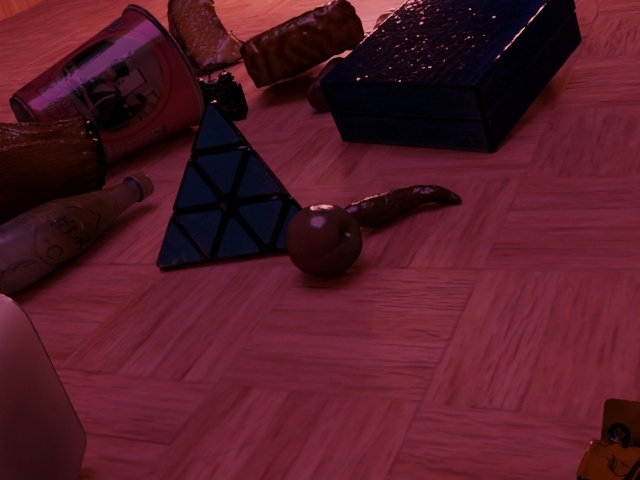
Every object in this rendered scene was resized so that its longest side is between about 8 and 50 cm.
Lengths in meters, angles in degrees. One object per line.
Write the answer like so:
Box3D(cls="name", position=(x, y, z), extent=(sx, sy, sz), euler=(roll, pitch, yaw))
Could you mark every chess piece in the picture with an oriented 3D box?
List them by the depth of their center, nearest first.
Box3D(cls="chess piece", position=(0.112, -0.388, 1.569), extent=(0.066, 0.066, 0.122), euler=(12, 44, 42))

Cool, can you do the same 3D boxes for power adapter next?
Box3D(cls="power adapter", position=(-0.263, 0.149, 0.605), extent=(0.124, 0.187, 0.255), euler=(-14, 28, 2))

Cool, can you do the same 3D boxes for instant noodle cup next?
Box3D(cls="instant noodle cup", position=(-0.357, -0.228, 1.354), extent=(0.255, 0.244, 0.244), euler=(-36, 33, -21))

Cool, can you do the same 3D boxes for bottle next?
Box3D(cls="bottle", position=(-0.326, -0.019, 1.076), extent=(0.083, 0.083, 0.269), euler=(9, 32, 39))
Box3D(cls="bottle", position=(0.018, -0.266, 1.389), extent=(0.053, 0.053, 0.140), euler=(-4, 28, 21))

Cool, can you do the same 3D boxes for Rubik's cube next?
Box3D(cls="Rubik's cube", position=(-0.103, -0.093, 0.998), extent=(0.211, 0.178, 0.190), euler=(-9, 25, 10))

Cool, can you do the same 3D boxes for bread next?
Box3D(cls="bread", position=(-0.029, -0.352, 1.469), extent=(0.222, 0.096, 0.181), euler=(-22, 11, 13))
Box3D(cls="bread", position=(-0.249, -0.439, 1.776), extent=(0.140, 0.169, 0.160), euler=(-25, 43, -20))

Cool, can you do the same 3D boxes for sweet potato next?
Box3D(cls="sweet potato", position=(0.085, -0.040, 0.947), extent=(0.153, 0.038, 0.041), euler=(-13, 50, -12))

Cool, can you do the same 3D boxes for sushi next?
Box3D(cls="sushi", position=(-0.178, -0.249, 1.426), extent=(0.083, 0.085, 0.056), euler=(-13, 26, 8))

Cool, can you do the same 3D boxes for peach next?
Box3D(cls="peach", position=(0.002, 0.001, 0.869), extent=(0.083, 0.083, 0.083), euler=(-12, 27, 6))

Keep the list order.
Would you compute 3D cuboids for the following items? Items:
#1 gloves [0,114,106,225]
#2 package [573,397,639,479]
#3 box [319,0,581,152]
Box3D(cls="gloves", position=(-0.457, -0.063, 1.105), extent=(0.356, 0.155, 0.203), euler=(-34, -7, -29))
Box3D(cls="package", position=(0.193, 0.158, 0.504), extent=(0.071, 0.047, 0.131), euler=(1, 30, 33))
Box3D(cls="box", position=(0.188, -0.253, 1.174), extent=(0.261, 0.116, 0.279), euler=(10, 48, 42))
